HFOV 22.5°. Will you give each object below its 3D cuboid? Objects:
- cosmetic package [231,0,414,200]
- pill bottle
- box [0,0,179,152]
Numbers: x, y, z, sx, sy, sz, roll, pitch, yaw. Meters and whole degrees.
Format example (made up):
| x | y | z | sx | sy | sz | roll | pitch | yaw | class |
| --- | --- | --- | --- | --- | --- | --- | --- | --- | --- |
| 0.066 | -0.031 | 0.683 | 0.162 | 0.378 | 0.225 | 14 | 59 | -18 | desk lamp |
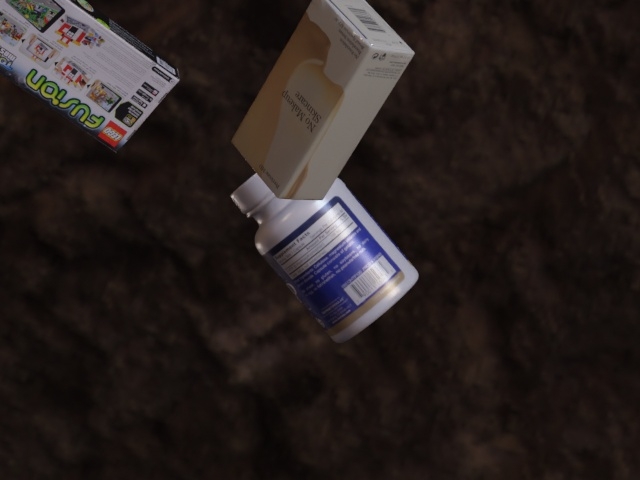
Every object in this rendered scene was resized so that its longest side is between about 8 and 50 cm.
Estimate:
| x | y | z | sx | sy | sz | roll | pitch | yaw | class |
| --- | --- | --- | --- | --- | --- | --- | --- | --- | --- |
| 0.000 | -0.085 | 0.959 | 0.041 | 0.060 | 0.115 | 1 | -51 | -46 | cosmetic package |
| 0.000 | 0.000 | 1.617 | 0.186 | 0.112 | 0.112 | 50 | -39 | -2 | pill bottle |
| -0.266 | -0.196 | 1.717 | 0.207 | 0.036 | 0.114 | 36 | -72 | -25 | box |
